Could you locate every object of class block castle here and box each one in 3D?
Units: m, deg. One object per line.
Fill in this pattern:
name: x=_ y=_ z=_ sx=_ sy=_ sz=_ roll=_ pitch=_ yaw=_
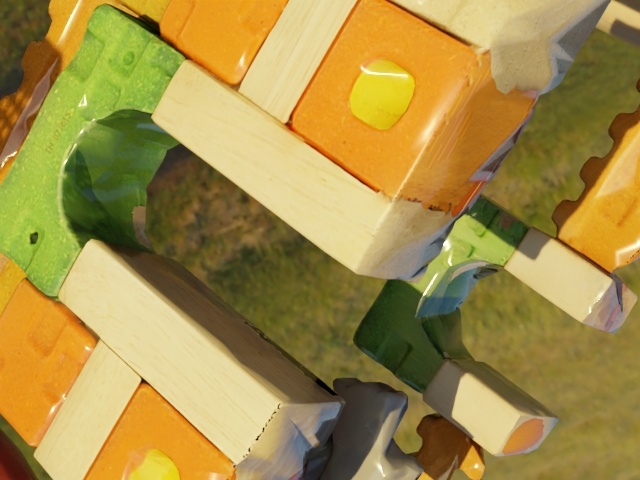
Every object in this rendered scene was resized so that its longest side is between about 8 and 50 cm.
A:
block castle: x=0.000 y=0.000 z=0.551 sx=0.453 sy=0.213 sz=0.303 roll=-59 pitch=150 yaw=9
